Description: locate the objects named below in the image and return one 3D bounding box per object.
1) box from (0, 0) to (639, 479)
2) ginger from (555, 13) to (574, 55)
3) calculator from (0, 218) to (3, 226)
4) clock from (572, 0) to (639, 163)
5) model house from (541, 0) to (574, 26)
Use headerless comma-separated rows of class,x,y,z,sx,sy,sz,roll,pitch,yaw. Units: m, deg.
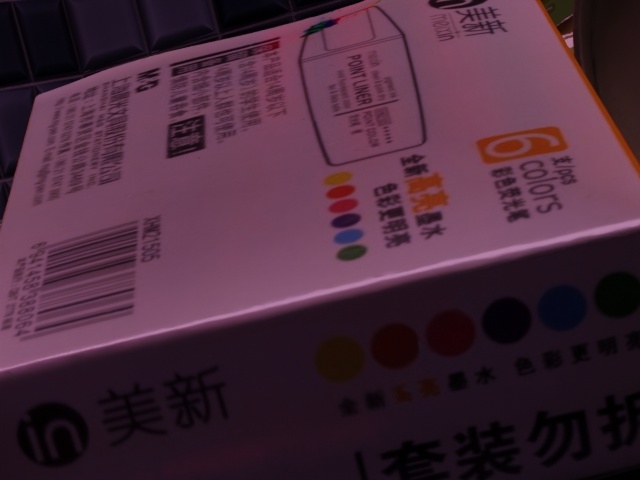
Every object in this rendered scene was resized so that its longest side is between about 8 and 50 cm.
box,0.000,0.000,0.666,0.221,0.091,0.274,-13,24,4
ginger,0.145,-0.031,1.045,0.219,0.123,0.270,-31,-24,11
calculator,-0.112,0.010,1.313,0.256,0.054,0.386,6,3,17
clock,0.211,-0.087,0.703,0.235,0.235,0.029,-13,-14,20
model house,0.217,-0.083,1.525,0.294,0.154,0.207,-28,44,16
